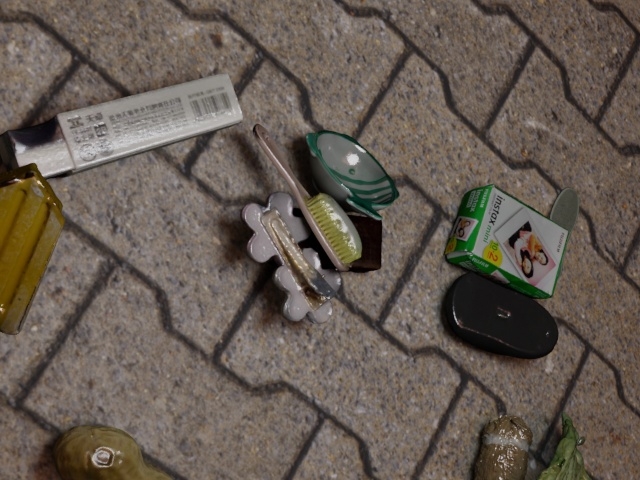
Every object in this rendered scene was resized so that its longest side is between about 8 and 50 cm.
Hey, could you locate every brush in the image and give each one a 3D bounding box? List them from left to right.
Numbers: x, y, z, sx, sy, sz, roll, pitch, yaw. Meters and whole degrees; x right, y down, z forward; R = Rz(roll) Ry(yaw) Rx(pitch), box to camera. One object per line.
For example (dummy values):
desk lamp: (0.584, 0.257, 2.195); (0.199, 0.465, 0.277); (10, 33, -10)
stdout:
brush: (-0.017, -0.087, 1.673); (0.067, 0.072, 0.313); (-32, 95, 16)

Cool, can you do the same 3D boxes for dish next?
dish: (0.047, -0.106, 1.756); (0.224, 0.078, 0.246); (29, 30, -26)

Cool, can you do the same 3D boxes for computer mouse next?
computer mouse: (0.367, 0.167, 1.934); (0.269, 0.086, 0.138); (23, 65, -17)

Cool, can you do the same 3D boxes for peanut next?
peanut: (-0.325, 0.384, 1.510); (0.236, 0.110, 0.120); (38, 54, -22)

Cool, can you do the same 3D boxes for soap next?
soap: (-0.495, 0.002, 1.421); (0.160, 0.080, 0.258); (21, 99, -26)

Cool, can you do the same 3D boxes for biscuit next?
biscuit: (0.000, 0.000, 1.758); (0.252, 0.070, 0.106); (6, 81, -29)

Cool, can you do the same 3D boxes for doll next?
doll: (0.367, 0.465, 1.890); (0.105, 0.115, 0.221); (16, 83, 2)

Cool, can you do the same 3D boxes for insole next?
insole: (0.544, -0.017, 2.102); (0.080, 0.003, 0.232); (26, 72, -24)

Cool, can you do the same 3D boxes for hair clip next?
hair clip: (-0.049, 0.035, 1.652); (0.146, 0.075, 0.257); (-37, 96, -29)

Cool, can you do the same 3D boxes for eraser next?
eraser: (-0.334, -0.189, 1.580); (0.403, 0.096, 0.098); (-21, 96, -29)

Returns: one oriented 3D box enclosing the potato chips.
potato chips: (0.459, 0.545, 1.894); (0.389, 0.097, 0.373); (-51, 143, -27)

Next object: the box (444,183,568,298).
box: (0.395, 0.008, 1.960); (0.250, 0.103, 0.180); (27, 71, -24)
